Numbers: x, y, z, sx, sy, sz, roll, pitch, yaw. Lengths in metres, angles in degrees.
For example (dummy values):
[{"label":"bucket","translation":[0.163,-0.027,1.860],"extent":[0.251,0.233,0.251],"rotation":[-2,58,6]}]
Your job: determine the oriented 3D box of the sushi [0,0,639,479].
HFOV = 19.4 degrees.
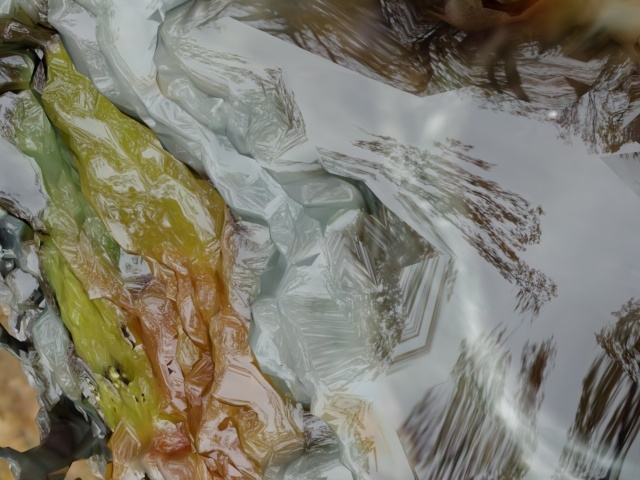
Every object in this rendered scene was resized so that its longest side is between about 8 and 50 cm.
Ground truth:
[{"label":"sushi","translation":[-0.003,-0.002,0.597],"extent":[0.417,0.176,0.417],"rotation":[36,142,34]}]
